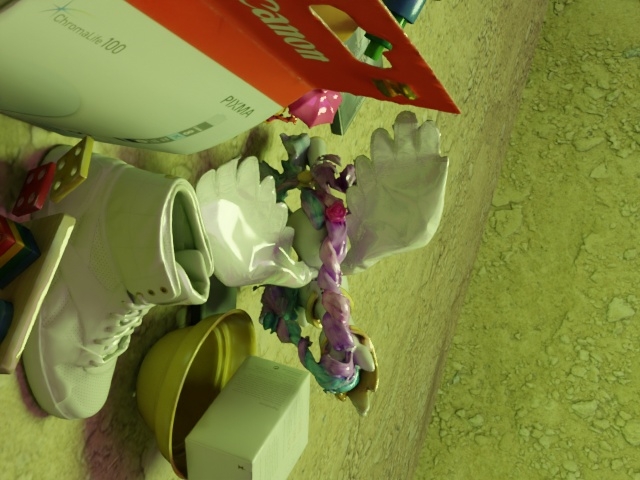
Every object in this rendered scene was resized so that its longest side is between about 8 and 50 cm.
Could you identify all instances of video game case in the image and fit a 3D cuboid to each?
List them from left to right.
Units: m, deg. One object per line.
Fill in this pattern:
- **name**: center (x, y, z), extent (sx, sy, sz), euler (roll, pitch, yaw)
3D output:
- **video game case**: center (0.050, -0.340, 1.411), extent (0.274, 0.026, 0.196), euler (78, 33, -46)

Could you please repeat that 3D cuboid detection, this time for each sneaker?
- **sneaker**: center (-0.194, 0.065, 0.838), extent (0.108, 0.169, 0.293), euler (-37, 137, -61)

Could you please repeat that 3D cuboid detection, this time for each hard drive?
- **hard drive**: center (-0.144, 0.071, 1.164), extent (0.094, 0.022, 0.135), euler (-37, 135, -59)

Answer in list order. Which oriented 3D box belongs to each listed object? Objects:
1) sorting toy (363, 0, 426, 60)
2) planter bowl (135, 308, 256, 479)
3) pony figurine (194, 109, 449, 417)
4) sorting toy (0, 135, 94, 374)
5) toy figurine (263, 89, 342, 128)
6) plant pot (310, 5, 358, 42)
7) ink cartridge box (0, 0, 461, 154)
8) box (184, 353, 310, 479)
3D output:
- **sorting toy**: center (0.015, -0.246, 0.871), extent (0.127, 0.365, 0.126), euler (23, 101, -26)
- **planter bowl**: center (-0.168, 0.179, 1.069), extent (0.217, 0.090, 0.217), euler (15, 90, -72)
- **pony figurine**: center (0.000, 0.000, 1.090), extent (0.363, 0.302, 0.351), euler (-112, -168, -61)
- **sorting toy**: center (-0.270, 0.029, 0.699), extent (0.046, 0.132, 0.275), euler (33, 64, -36)
- **toy figurine**: center (-0.047, -0.179, 1.074), extent (0.173, 0.159, 0.130), euler (28, 76, -68)
- **plant pot**: center (-0.086, -0.311, 0.736), extent (0.203, 0.291, 0.291), euler (-7, 115, -22)
- **ink cartridge box**: center (-0.120, -0.121, 0.611), extent (0.308, 0.384, 0.091), euler (20, 83, -68)
- **box**: center (-0.087, 0.252, 1.072), extent (0.170, 0.090, 0.130), euler (-51, 150, -52)
